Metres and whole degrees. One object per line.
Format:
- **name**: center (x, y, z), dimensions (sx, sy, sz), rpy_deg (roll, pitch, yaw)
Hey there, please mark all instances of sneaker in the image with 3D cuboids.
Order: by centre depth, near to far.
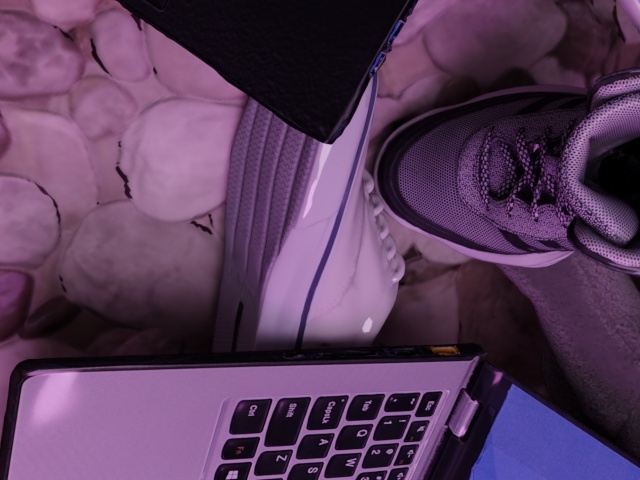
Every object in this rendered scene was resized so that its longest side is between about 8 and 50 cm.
- **sneaker**: center (0.122, -0.035, 0.529), dimensions (0.153, 0.269, 0.101), rpy_deg (7, 90, -57)
- **sneaker**: center (0.000, 0.000, 0.615), dimensions (0.091, 0.094, 0.258), rpy_deg (-4, 126, -28)

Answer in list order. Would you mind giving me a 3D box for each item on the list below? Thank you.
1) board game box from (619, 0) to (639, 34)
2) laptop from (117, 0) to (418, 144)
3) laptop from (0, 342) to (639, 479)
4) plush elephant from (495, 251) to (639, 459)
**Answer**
- **board game box**: center (0.191, -0.335, 0.431), dimensions (0.390, 0.050, 0.390), rpy_deg (-40, 105, -10)
- **laptop**: center (-0.045, -0.210, 0.383), dimensions (0.136, 0.234, 0.264), rpy_deg (7, 117, -59)
- **laptop**: center (0.025, 0.275, 0.624), dimensions (0.408, 0.236, 0.382), rpy_deg (1, 126, -24)
- **plush elephant**: center (0.296, 0.082, 0.679), dimensions (0.272, 0.255, 0.330), rpy_deg (-17, 88, 33)
